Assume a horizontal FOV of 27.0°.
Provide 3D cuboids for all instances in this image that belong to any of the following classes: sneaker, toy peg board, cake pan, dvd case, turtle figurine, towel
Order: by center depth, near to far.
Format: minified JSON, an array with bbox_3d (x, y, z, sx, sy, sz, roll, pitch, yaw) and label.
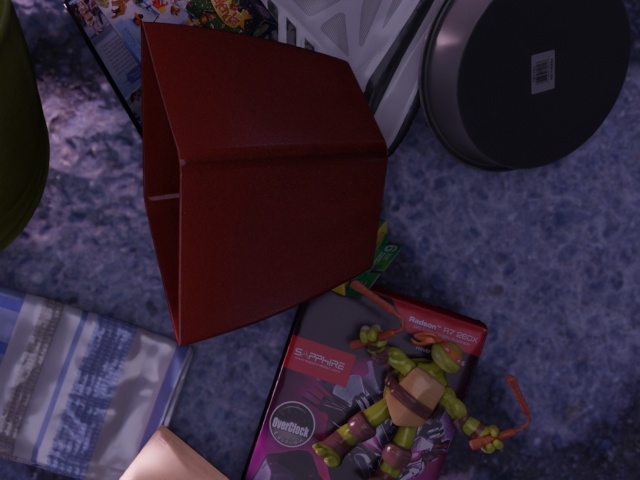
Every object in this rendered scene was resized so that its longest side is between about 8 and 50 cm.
[{"bbox_3d":[0.091,0.184,1.556,0.269,0.087,0.217,39,96,-10],"label":"turtle figurine"},{"bbox_3d":[0.254,-0.211,1.590,0.293,0.054,0.293,-13,119,-24],"label":"cake pan"},{"bbox_3d":[-0.172,0.338,1.608,0.161,0.079,0.161,33,82,33],"label":"toy peg board"},{"bbox_3d":[0.058,-0.348,1.609,0.257,0.169,0.447,23,92,-3],"label":"sneaker"},{"bbox_3d":[-0.188,-0.242,1.630,0.180,0.022,0.253,-35,79,18],"label":"dvd case"},{"bbox_3d":[-0.315,0.186,1.641,0.285,0.034,0.209,20,89,-13],"label":"towel"}]

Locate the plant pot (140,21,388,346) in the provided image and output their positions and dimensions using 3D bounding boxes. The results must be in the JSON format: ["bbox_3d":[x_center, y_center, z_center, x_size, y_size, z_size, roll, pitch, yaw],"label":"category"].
[{"bbox_3d":[-0.066,-0.077,1.497,0.235,0.267,0.267,-7,132,-13],"label":"plant pot"}]

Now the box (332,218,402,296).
[{"bbox_3d":[0.000,0.000,1.611,0.179,0.043,0.105,22,52,23],"label":"box"}]

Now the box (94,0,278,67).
[{"bbox_3d":[-0.180,-0.297,1.590,0.159,0.044,0.233,-39,78,17],"label":"box"}]

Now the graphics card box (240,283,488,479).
[{"bbox_3d":[0.040,0.241,1.645,0.232,0.094,0.371,19,90,-1],"label":"graphics card box"}]

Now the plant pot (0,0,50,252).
[{"bbox_3d":[-0.467,-0.180,1.445,0.366,0.353,0.366,6,66,-13],"label":"plant pot"}]
